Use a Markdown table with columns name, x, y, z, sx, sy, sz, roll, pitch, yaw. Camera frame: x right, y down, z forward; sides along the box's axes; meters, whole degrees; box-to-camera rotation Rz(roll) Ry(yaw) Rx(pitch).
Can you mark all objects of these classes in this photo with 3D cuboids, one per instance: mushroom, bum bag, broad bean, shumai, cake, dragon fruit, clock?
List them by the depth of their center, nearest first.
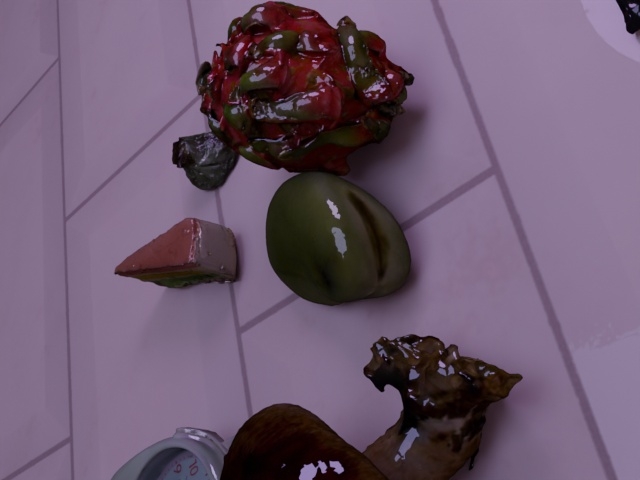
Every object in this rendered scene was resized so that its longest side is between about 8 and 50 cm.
| name | x | y | z | sx | sy | sz | roll | pitch | yaw |
| --- | --- | --- | --- | --- | --- | --- | --- | --- | --- |
| mushroom | 0.036 | 0.307 | 0.886 | 0.331 | 0.356 | 0.334 | 6 | 121 | 39 |
| bum bag | 0.352 | -0.291 | 0.890 | 0.058 | 0.034 | 0.124 | -45 | 47 | 43 |
| broad bean | 0.000 | 0.000 | 1.069 | 0.263 | 0.121 | 0.189 | 9 | 111 | 49 |
| dragon fruit | -0.025 | -0.205 | 1.096 | 0.302 | 0.237 | 0.231 | 18 | 87 | 26 |
| clock | -0.180 | 0.409 | 1.125 | 0.324 | 0.108 | 0.265 | -40 | 50 | 28 |
| cake | -0.237 | 0.026 | 1.318 | 0.225 | 0.109 | 0.090 | -11 | 69 | 42 |
| shumai | -0.208 | -0.154 | 1.370 | 0.124 | 0.087 | 0.099 | -55 | 44 | 14 |
